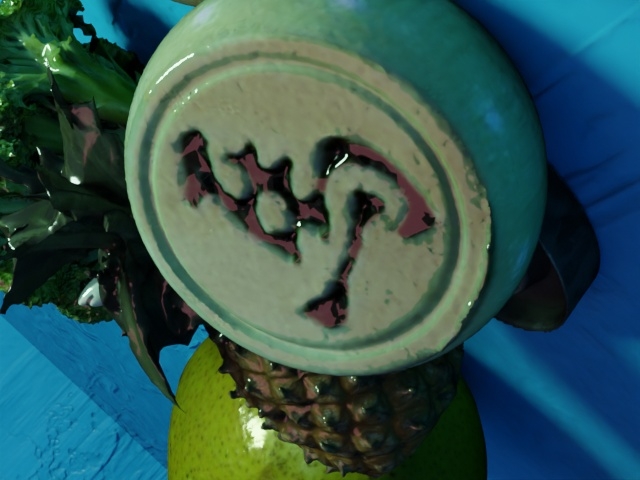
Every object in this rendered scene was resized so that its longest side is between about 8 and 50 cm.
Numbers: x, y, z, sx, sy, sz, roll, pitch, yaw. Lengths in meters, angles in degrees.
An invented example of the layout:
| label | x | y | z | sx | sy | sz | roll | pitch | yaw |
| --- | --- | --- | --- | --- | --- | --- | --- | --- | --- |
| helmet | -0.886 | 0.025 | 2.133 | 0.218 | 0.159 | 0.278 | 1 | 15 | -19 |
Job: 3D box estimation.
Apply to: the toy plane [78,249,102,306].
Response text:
| label | x | y | z | sx | sy | sz | roll | pitch | yaw |
| --- | --- | --- | --- | --- | --- | --- | --- | --- | --- |
| toy plane | -0.074 | -0.013 | 1.354 | 0.226 | 0.226 | 0.058 | 65 | -176 | -54 |

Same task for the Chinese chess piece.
| label | x | y | z | sx | sy | sz | roll | pitch | yaw |
| --- | --- | --- | --- | --- | --- | --- | --- | --- | --- |
| Chinese chess piece | 0.007 | -0.039 | 1.092 | 0.250 | 0.101 | 0.250 | 12 | 125 | 18 |

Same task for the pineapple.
| label | x | y | z | sx | sy | sz | roll | pitch | yaw |
| --- | --- | --- | --- | --- | --- | --- | --- | --- | --- |
| pineapple | -0.078 | 0.028 | 1.268 | 0.364 | 0.165 | 0.165 | 30 | 169 | -22 |

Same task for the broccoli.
| label | x | y | z | sx | sy | sz | roll | pitch | yaw |
| --- | --- | --- | --- | --- | --- | --- | --- | --- | --- |
| broccoli | -0.177 | -0.070 | 1.443 | 0.242 | 0.261 | 0.269 | 5 | 119 | 23 |

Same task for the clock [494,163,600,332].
| label | x | y | z | sx | sy | sz | roll | pitch | yaw |
| --- | --- | --- | --- | --- | --- | --- | --- | --- | --- |
| clock | 0.087 | -0.029 | 1.221 | 0.215 | 0.042 | 0.215 | 38 | 163 | 14 |

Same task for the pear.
| label | x | y | z | sx | sy | sz | roll | pitch | yaw |
| --- | --- | --- | --- | --- | --- | --- | --- | --- | --- |
| pear | 0.006 | 0.185 | 1.552 | 0.294 | 0.294 | 0.294 | 38 | 163 | 14 |

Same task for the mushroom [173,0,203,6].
| label | x | y | z | sx | sy | sz | roll | pitch | yaw |
| --- | --- | --- | --- | --- | --- | --- | --- | --- | --- |
| mushroom | -0.129 | -0.195 | 1.214 | 0.278 | 0.099 | 0.096 | 21 | 159 | 44 |
